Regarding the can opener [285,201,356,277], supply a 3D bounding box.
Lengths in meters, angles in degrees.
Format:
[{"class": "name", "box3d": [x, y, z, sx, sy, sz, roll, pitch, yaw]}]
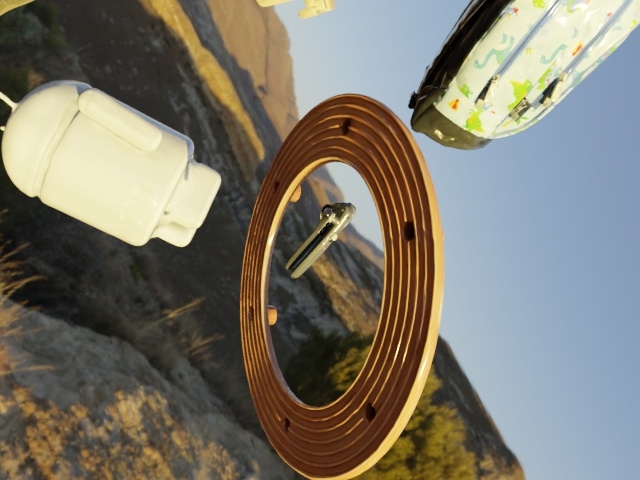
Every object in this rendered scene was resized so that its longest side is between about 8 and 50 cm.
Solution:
[{"class": "can opener", "box3d": [0.000, 0.000, 1.194, 0.073, 0.186, 0.059, 33, 11, -41]}]

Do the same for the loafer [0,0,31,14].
[{"class": "loafer", "box3d": [-0.533, -0.401, 1.011, 0.050, 0.148, 0.056, -115, -169, -49]}]

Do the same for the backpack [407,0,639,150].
[{"class": "backpack", "box3d": [0.331, -0.330, 0.996, 0.290, 0.273, 0.355, -55, 168, -50]}]

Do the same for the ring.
[{"class": "ring", "box3d": [0.005, 0.038, 0.558, 0.336, 0.032, 0.337, -22, -116, 57]}]

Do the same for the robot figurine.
[{"class": "robot figurine", "box3d": [-0.344, -0.124, 0.990, 0.300, 0.353, 0.200, -47, -159, 50]}]

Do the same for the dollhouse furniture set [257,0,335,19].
[{"class": "dollhouse furniture set", "box3d": [-0.061, -0.491, 1.164, 0.151, 0.123, 0.144, -60, 140, -61]}]
